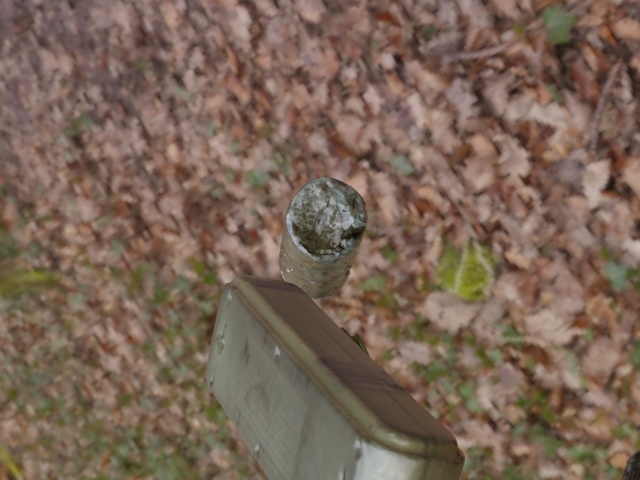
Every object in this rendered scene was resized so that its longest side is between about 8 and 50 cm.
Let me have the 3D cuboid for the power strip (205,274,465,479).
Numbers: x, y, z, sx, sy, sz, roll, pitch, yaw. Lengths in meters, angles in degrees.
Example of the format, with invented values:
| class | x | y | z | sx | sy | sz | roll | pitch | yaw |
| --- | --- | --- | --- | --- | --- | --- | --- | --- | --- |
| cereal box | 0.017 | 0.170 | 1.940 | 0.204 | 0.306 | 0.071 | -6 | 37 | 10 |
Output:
| class | x | y | z | sx | sy | sz | roll | pitch | yaw |
| --- | --- | --- | --- | --- | --- | --- | --- | --- | --- |
| power strip | -0.008 | 0.097 | 0.776 | 0.387 | 0.066 | 0.092 | -143 | 66 | -69 |

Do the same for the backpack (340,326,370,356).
| class | x | y | z | sx | sy | sz | roll | pitch | yaw |
| --- | --- | --- | --- | --- | --- | --- | --- | --- | --- |
| backpack | 0.013 | 0.242 | 1.580 | 0.253 | 0.140 | 0.207 | 96 | 153 | -54 |

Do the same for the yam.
| class | x | y | z | sx | sy | sz | roll | pitch | yaw |
| --- | --- | --- | --- | --- | --- | --- | --- | --- | --- |
| yam | 0.000 | 0.000 | 1.388 | 0.093 | 0.093 | 0.259 | 53 | 171 | 7 |

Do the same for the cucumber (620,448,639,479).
| class | x | y | z | sx | sy | sz | roll | pitch | yaw |
| --- | --- | --- | --- | --- | --- | --- | --- | --- | --- |
| cucumber | 0.309 | 0.293 | 1.269 | 0.067 | 0.293 | 0.067 | 12 | 120 | 21 |
